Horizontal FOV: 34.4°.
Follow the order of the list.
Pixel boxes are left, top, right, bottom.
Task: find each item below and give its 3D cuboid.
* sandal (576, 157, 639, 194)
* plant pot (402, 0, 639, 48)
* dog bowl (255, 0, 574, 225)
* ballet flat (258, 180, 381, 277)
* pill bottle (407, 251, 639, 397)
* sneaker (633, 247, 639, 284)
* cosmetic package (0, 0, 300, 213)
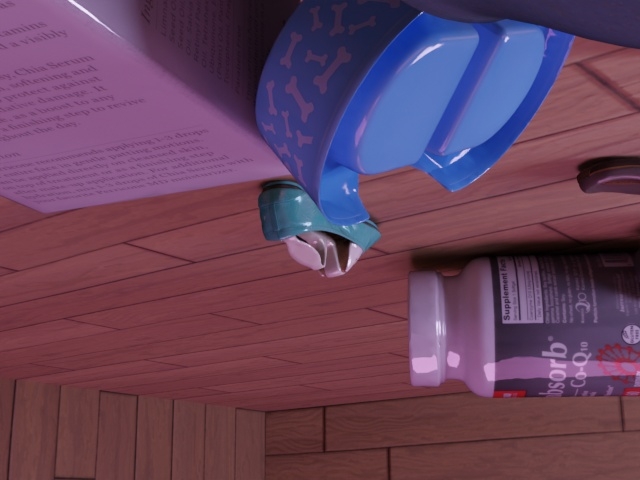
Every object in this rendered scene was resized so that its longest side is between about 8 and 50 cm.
[{"bbox_3d":[0.397,-0.057,1.142,0.219,0.060,0.090,-1,164,2],"label":"sandal"},{"bbox_3d":[0.127,-0.186,0.360,0.272,0.271,0.255,9,176,-31],"label":"plant pot"},{"bbox_3d":[0.069,-0.110,0.690,0.297,0.074,0.166,-18,140,-52],"label":"dog bowl"},{"bbox_3d":[0.000,0.000,1.287,0.083,0.087,0.247,-9,162,28],"label":"ballet flat"},{"bbox_3d":[0.312,0.125,1.511,0.363,0.210,0.210,-2,164,6],"label":"pill bottle"},{"bbox_3d":[0.597,0.034,1.355,0.341,0.125,0.139,0,160,-7],"label":"sneaker"},{"bbox_3d":[-0.204,-0.161,0.577,0.230,0.161,0.453,-7,163,22],"label":"cosmetic package"}]
